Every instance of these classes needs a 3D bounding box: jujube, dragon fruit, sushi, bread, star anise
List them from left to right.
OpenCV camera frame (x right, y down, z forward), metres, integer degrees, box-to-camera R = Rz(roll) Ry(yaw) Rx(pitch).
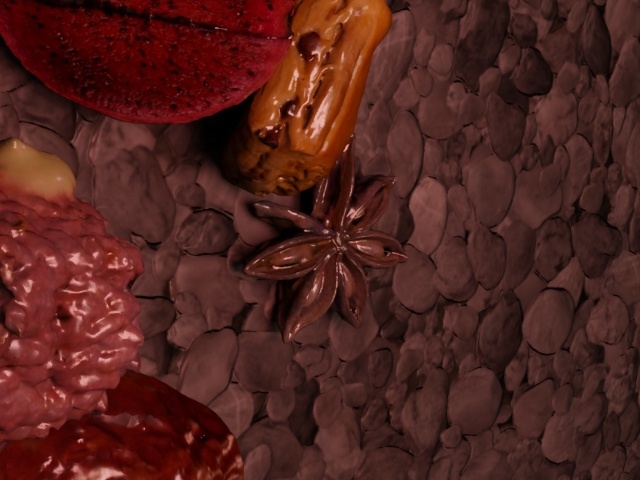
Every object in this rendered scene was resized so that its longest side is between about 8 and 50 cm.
[{"bbox_3d":[-0.254,0.032,1.033,0.171,0.270,0.236,-3,109,-42],"label":"sushi"},{"bbox_3d":[-0.195,0.213,1.181,0.290,0.197,0.197,0,100,-55],"label":"jujube"},{"bbox_3d":[-0.160,-0.195,1.141,0.262,0.163,0.189,11,113,-9],"label":"dragon fruit"},{"bbox_3d":[-0.011,-0.144,1.246,0.099,0.235,0.210,23,81,-7],"label":"bread"},{"bbox_3d":[0.009,0.010,1.399,0.212,0.073,0.196,-39,120,-26],"label":"star anise"}]
